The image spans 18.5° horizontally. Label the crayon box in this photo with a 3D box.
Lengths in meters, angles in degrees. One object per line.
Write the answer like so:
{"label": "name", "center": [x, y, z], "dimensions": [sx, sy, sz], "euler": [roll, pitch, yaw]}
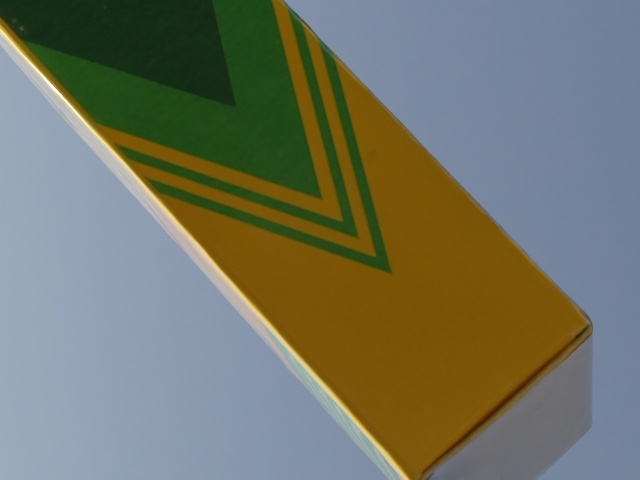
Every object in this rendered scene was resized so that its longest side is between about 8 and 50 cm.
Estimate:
{"label": "crayon box", "center": [0.000, 0.000, 0.740], "dimensions": [0.083, 0.203, 0.323], "euler": [-41, -106, -4]}
